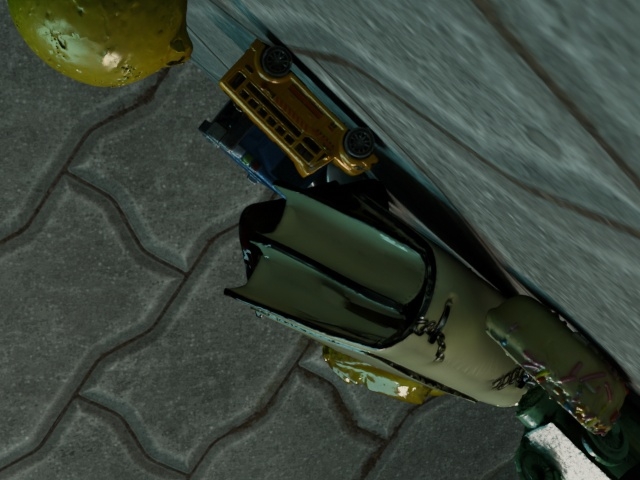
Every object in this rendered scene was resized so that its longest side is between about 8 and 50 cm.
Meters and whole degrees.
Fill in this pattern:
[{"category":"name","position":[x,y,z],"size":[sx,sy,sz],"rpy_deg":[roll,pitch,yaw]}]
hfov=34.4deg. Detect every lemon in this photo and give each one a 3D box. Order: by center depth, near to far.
[{"category":"lemon","position":[-0.220,-0.241,1.043],"size":[0.206,0.174,0.173],"rpy_deg":[30,-178,-6]}]

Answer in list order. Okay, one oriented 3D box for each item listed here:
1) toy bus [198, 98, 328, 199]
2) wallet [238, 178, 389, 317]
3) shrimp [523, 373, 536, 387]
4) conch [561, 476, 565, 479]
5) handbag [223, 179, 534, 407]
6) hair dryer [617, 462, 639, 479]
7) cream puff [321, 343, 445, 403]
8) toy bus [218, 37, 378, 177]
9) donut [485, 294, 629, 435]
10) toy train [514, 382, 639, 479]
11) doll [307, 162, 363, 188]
[{"category":"toy bus","position":[-0.060,-0.127,1.237],"size":[0.133,0.116,0.234],"rpy_deg":[40,179,-14]},{"category":"wallet","position":[0.000,0.000,1.264],"size":[0.031,0.137,0.255],"rpy_deg":[-1,-169,42]},{"category":"shrimp","position":[0.340,0.211,1.551],"size":[0.222,0.054,0.290],"rpy_deg":[45,-176,-4]},{"category":"conch","position":[0.394,0.309,1.293],"size":[0.199,0.131,0.172],"rpy_deg":[5,178,2]},{"category":"handbag","position":[0.094,0.073,1.163],"size":[0.236,0.160,0.358],"rpy_deg":[25,177,34]},{"category":"hair dryer","position":[0.338,0.271,0.740],"size":[0.284,0.155,0.320],"rpy_deg":[54,175,18]},{"category":"cream puff","position":[0.147,0.171,1.944],"size":[0.378,0.275,0.378],"rpy_deg":[41,180,0]},{"category":"toy bus","position":[-0.020,-0.115,0.987],"size":[0.162,0.074,0.069],"rpy_deg":[45,179,-6]},{"category":"donut","position":[0.232,0.118,1.001],"size":[0.166,0.065,0.108],"rpy_deg":[45,-178,7]},{"category":"toy train","position":[0.346,0.252,1.129],"size":[0.307,0.126,0.189],"rpy_deg":[43,-135,-1]},{"category":"doll","position":[0.028,-0.001,1.474],"size":[0.153,0.195,0.258],"rpy_deg":[5,158,12]}]
